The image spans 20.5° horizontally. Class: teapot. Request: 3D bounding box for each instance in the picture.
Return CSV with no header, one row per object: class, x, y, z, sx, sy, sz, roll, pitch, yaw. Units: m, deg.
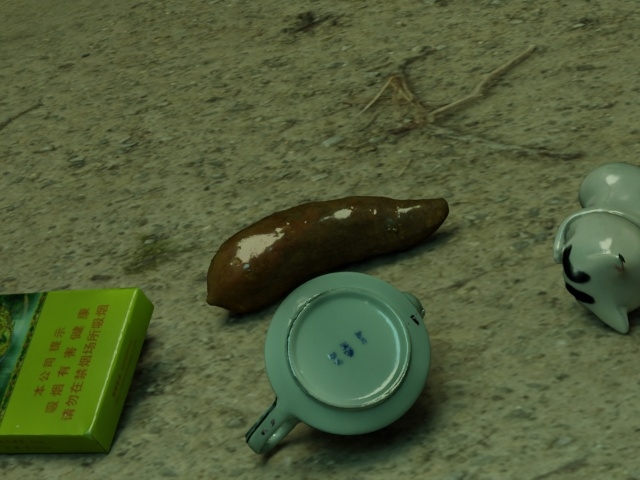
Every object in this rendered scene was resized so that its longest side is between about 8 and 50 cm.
teapot,0.020,0.125,1.719,0.232,0.159,0.159,-39,32,-14

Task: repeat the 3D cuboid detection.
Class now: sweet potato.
sweet potato,0.000,-0.001,1.991,0.292,0.097,0.097,-21,28,-7

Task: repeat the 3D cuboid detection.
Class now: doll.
doll,0.297,0.002,1.781,0.107,0.110,0.180,0,35,29

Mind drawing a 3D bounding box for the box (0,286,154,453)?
box,-0.354,0.144,1.931,0.335,0.047,0.187,-4,54,27
